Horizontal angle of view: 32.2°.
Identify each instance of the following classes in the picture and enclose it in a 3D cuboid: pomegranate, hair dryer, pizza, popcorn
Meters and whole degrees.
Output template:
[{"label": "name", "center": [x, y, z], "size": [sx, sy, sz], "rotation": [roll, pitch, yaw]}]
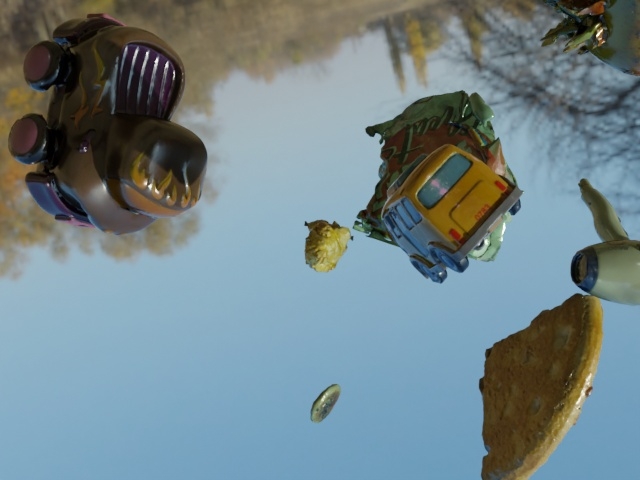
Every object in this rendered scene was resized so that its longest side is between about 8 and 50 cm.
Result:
[{"label": "pomegranate", "center": [0.326, -0.263, 1.103], "size": [0.235, 0.210, 0.210], "rotation": [-22, -167, -10]}, {"label": "hair dryer", "center": [0.584, 0.017, 1.932], "size": [0.295, 0.119, 0.298], "rotation": [19, -140, 0]}, {"label": "pizza", "center": [0.407, 0.282, 2.100], "size": [0.114, 0.409, 0.277], "rotation": [28, 175, -23]}, {"label": "popcorn", "center": [0.000, 0.000, 1.631], "size": [0.084, 0.084, 0.084], "rotation": [-12, -169, 3]}]

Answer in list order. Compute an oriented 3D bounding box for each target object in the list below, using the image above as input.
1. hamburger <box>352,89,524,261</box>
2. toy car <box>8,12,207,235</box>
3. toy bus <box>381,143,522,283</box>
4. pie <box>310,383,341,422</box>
[{"label": "hamburger", "center": [0.199, -0.093, 1.756], "size": [0.260, 0.276, 0.150], "rotation": [-3, 158, 32]}, {"label": "toy car", "center": [-0.298, -0.177, 1.704], "size": [0.240, 0.341, 0.271], "rotation": [3, 173, 31]}, {"label": "toy bus", "center": [0.152, -0.038, 1.396], "size": [0.126, 0.136, 0.209], "rotation": [-47, 179, -12]}, {"label": "pie", "center": [0.009, 0.293, 1.986], "size": [0.021, 0.084, 0.084], "rotation": [33, -147, 22]}]
